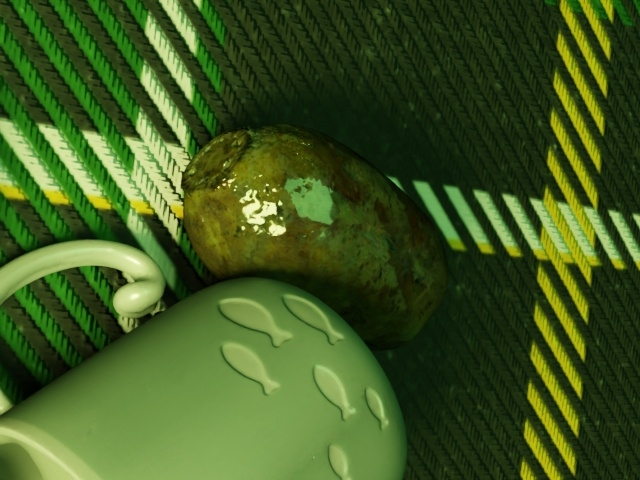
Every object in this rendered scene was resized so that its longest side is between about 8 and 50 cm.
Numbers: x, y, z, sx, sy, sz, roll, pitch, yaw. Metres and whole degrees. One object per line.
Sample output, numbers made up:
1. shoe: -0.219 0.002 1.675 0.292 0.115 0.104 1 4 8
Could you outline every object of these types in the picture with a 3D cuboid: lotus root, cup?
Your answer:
1. lotus root: 0.000 0.000 1.357 0.275 0.152 0.160 34 75 -34
2. cup: -0.123 0.145 1.233 0.274 0.259 0.356 -33 81 -34
